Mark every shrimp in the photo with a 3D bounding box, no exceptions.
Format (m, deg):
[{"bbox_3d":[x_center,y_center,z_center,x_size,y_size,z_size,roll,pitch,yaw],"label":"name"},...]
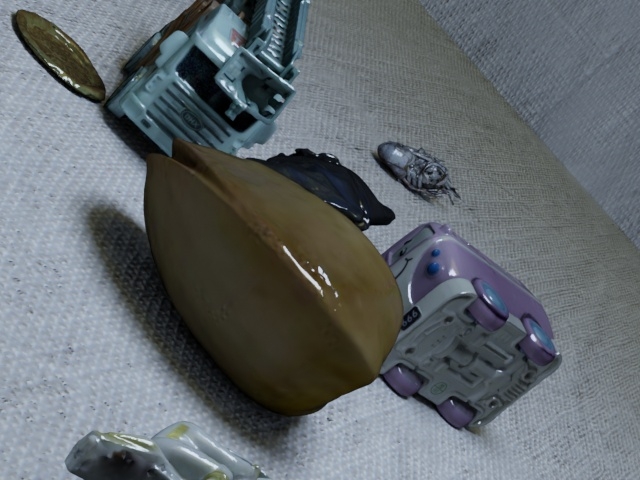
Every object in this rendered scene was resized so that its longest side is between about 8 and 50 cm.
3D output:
[{"bbox_3d":[0.136,-0.089,2.581,0.165,0.057,0.065,26,8,-32],"label":"shrimp"}]

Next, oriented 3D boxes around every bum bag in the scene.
[{"bbox_3d":[0.002,-0.052,2.026,0.137,0.074,0.310,30,9,8],"label":"bum bag"}]

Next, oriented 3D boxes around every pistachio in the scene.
[{"bbox_3d":[-0.048,0.019,1.555,0.260,0.163,0.213,46,-19,5],"label":"pistachio"}]

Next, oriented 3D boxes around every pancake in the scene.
[{"bbox_3d":[-0.240,-0.171,1.808,0.115,0.011,0.115,41,16,-14],"label":"pancake"}]

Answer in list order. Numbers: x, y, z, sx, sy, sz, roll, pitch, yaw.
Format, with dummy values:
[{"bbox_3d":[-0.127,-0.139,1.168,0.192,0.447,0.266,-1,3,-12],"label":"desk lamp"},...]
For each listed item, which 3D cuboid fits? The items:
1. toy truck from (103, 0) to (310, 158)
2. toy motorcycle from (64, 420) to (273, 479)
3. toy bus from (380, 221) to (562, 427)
[{"bbox_3d":[-0.090,-0.171,1.887,0.133,0.184,0.338,43,15,-11],"label":"toy truck"},{"bbox_3d":[-0.075,0.170,1.247,0.228,0.074,0.151,26,22,-50],"label":"toy motorcycle"},{"bbox_3d":[0.126,0.081,1.933,0.202,0.142,0.142,34,25,-44],"label":"toy bus"}]
